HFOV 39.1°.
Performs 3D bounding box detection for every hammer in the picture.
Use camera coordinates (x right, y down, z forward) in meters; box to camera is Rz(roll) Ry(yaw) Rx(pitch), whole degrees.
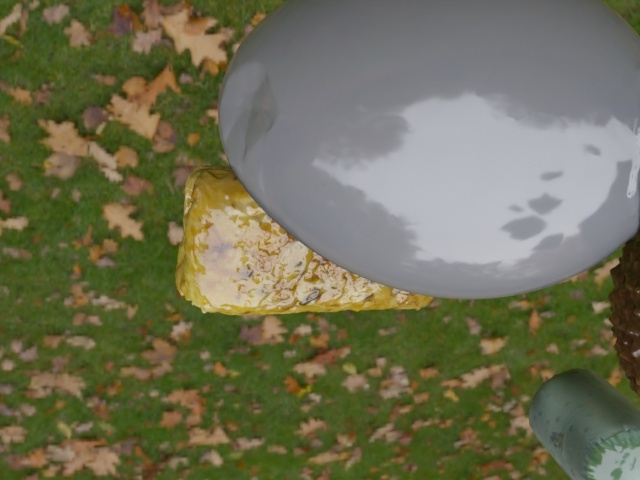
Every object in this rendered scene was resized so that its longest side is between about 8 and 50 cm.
[{"bbox_3d":[0.444,0.247,1.129,0.335,0.206,0.119,4,108,-14],"label":"hammer"}]

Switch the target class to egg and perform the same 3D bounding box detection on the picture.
[{"bbox_3d":[0.056,-0.061,0.471,0.232,0.176,0.176,14,144,17],"label":"egg"}]

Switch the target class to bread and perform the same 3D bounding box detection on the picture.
[{"bbox_3d":[0.000,0.000,0.652,0.211,0.083,0.114,-1,115,-24],"label":"bread"}]

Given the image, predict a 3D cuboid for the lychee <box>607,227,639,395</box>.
[{"bbox_3d":[0.425,0.087,0.942,0.267,0.267,0.267,-6,141,-5],"label":"lychee"}]
